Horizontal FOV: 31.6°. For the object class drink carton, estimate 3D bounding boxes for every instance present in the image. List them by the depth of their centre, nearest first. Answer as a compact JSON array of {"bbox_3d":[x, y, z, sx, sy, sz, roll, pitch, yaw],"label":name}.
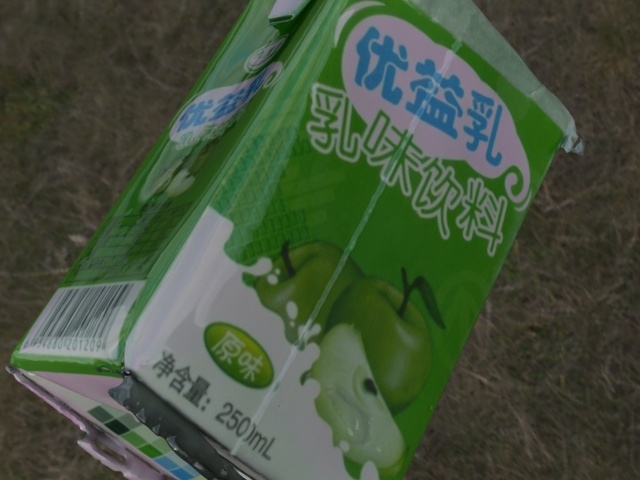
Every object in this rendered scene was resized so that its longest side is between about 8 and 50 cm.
[{"bbox_3d":[0.000,0.000,0.536,0.108,0.161,0.271,-6,48,52],"label":"drink carton"}]
